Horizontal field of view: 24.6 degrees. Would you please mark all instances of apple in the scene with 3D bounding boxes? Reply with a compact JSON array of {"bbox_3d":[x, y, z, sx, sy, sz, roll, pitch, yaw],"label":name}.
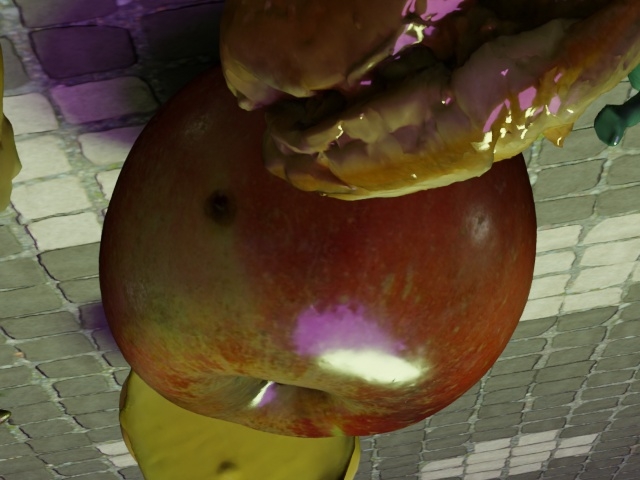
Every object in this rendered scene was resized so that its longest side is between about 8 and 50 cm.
[{"bbox_3d":[0.000,0.000,1.158,0.349,0.276,0.348,6,159,2],"label":"apple"}]

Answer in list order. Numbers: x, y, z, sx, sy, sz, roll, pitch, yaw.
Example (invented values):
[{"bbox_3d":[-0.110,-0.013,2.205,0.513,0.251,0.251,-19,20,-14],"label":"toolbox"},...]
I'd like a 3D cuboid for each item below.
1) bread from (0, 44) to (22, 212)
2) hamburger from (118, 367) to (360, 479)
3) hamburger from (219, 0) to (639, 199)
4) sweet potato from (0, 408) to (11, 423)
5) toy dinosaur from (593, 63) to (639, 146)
[{"bbox_3d":[-0.343,-0.124,0.810,0.316,0.211,0.270,-6,150,12],"label":"bread"},{"bbox_3d":[-0.085,0.195,1.670,0.277,0.276,0.237,-10,177,1],"label":"hamburger"},{"bbox_3d":[0.097,-0.146,0.881,0.305,0.174,0.284,-13,-167,47],"label":"hamburger"},{"bbox_3d":[-0.460,0.228,1.868,0.153,0.038,0.041,-7,136,14],"label":"sweet potato"},{"bbox_3d":[0.321,-0.199,1.107,0.331,0.129,0.383,-21,155,-30],"label":"toy dinosaur"}]
